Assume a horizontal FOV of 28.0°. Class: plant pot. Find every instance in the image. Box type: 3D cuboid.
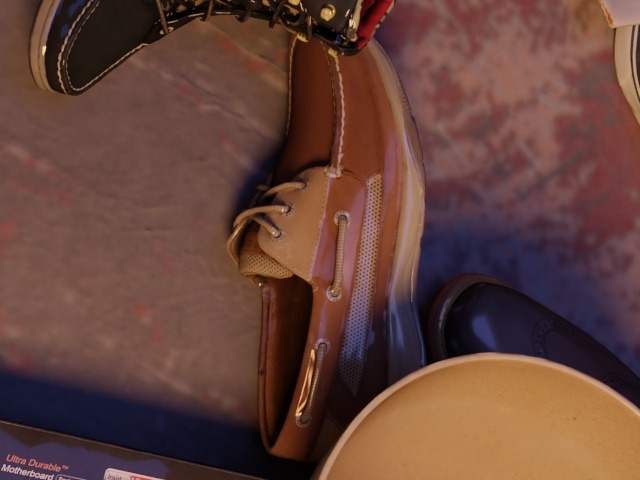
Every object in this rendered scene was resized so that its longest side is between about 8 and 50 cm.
[{"bbox_3d":[0.092,0.234,0.819,0.284,0.191,0.284,8,65,-18],"label":"plant pot"}]

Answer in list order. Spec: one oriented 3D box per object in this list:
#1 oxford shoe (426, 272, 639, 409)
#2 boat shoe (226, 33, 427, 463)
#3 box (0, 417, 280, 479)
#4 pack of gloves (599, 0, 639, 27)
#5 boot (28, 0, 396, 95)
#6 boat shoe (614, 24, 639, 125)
[{"bbox_3d":[0.235,0.150,0.983,0.364,0.133,0.130,41,68,-16],"label":"oxford shoe"},{"bbox_3d":[0.000,0.000,0.897,0.116,0.123,0.324,-2,82,-25],"label":"boat shoe"},{"bbox_3d":[-0.172,0.268,0.800,0.296,0.073,0.293,17,75,-23],"label":"box"},{"bbox_3d":[0.320,-0.285,1.109,0.232,0.046,0.195,-8,72,-27],"label":"pack of gloves"},{"bbox_3d":[-0.063,-0.163,0.858,0.179,0.085,0.236,28,63,19],"label":"boot"},{"bbox_3d":[0.315,-0.106,1.092,0.078,0.070,0.219,-16,90,-28],"label":"boat shoe"}]
